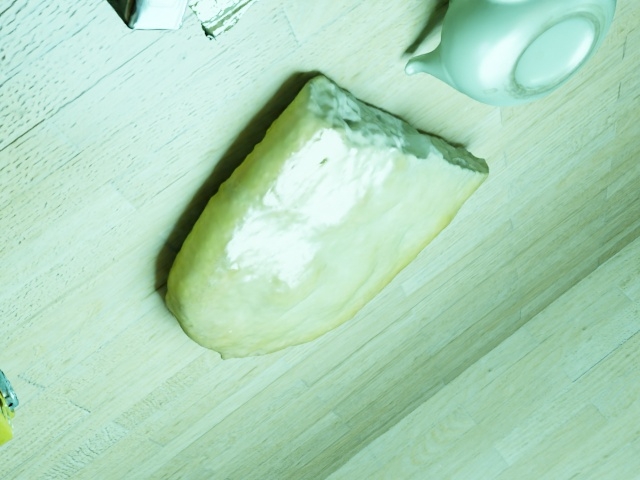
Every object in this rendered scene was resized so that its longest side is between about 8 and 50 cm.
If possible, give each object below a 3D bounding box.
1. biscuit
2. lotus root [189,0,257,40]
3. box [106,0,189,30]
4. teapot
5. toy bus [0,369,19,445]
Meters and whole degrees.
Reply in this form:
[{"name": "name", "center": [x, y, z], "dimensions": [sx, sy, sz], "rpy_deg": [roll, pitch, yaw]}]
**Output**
[{"name": "biscuit", "center": [0.001, 0.001, 1.101], "dimensions": [0.446, 0.104, 0.429], "rpy_deg": [-47, 151, 13]}, {"name": "lotus root", "center": [-0.082, -0.259, 0.680], "dimensions": [0.144, 0.070, 0.143], "rpy_deg": [-32, 145, -3]}, {"name": "box", "center": [-0.093, -0.310, 0.478], "dimensions": [0.047, 0.180, 0.325], "rpy_deg": [-10, 140, -42]}, {"name": "teapot", "center": [0.219, -0.287, 0.896], "dimensions": [0.220, 0.149, 0.318], "rpy_deg": [-22, 148, -15]}, {"name": "toy bus", "center": [-0.398, 0.145, 0.833], "dimensions": [0.121, 0.123, 0.335], "rpy_deg": [-28, 149, -19]}]
